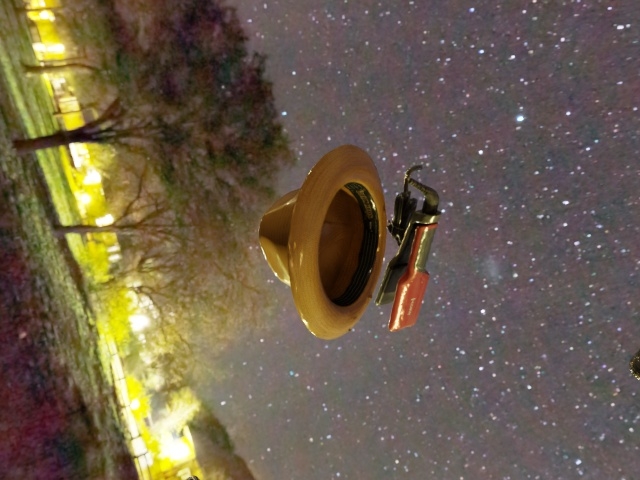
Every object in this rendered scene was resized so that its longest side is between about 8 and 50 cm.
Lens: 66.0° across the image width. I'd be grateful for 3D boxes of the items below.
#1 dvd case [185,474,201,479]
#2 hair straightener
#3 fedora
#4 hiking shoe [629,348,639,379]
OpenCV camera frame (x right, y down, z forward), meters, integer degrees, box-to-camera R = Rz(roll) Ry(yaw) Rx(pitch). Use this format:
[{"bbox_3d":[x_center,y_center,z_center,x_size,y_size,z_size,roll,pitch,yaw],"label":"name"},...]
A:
[{"bbox_3d":[-0.101,0.246,0.209,0.179,0.238,0.029,60,-17,-20],"label":"dvd case"},{"bbox_3d":[0.088,0.004,0.556,0.230,0.047,0.089,87,-18,-46],"label":"hair straightener"},{"bbox_3d":[0.000,0.000,0.474,0.079,0.194,0.194,8,-63,28],"label":"fedora"},{"bbox_3d":[0.604,0.226,0.847,0.086,0.226,0.114,-121,-142,-45],"label":"hiking shoe"}]
